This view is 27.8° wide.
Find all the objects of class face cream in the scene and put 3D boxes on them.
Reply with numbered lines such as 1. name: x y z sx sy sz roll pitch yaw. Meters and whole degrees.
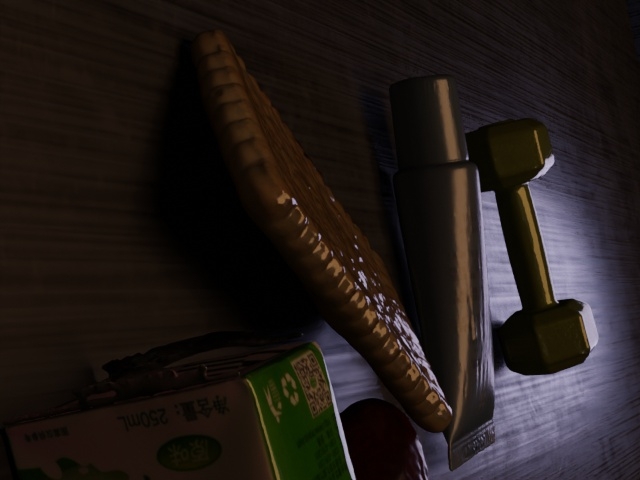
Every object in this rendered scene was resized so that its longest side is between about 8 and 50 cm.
1. face cream: 0.128 0.028 1.306 0.135 0.086 0.385 -10 92 -64

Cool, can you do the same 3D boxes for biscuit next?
1. biscuit: 0.000 0.000 1.006 0.325 0.044 0.217 53 11 -44

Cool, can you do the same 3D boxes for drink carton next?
1. drink carton: -0.049 0.192 0.710 0.108 0.161 0.271 -23 99 -67

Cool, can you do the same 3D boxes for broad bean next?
1. broad bean: 0.033 0.197 0.982 0.165 0.114 0.084 -66 178 -51

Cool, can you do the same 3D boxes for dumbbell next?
1. dumbbell: 0.244 0.006 1.542 0.108 0.121 0.302 -16 94 -38
